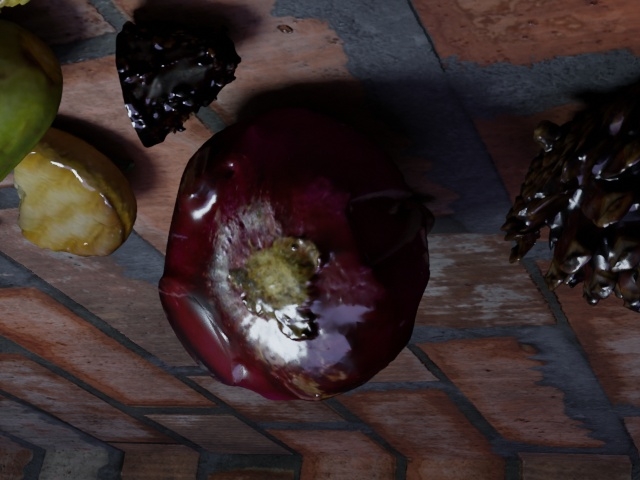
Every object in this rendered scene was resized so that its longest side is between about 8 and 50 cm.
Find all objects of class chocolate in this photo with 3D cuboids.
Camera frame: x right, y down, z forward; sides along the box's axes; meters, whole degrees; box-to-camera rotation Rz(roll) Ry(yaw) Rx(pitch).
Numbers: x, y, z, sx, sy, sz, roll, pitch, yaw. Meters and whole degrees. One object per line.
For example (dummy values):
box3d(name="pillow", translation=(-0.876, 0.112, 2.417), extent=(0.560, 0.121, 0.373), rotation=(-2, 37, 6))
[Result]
box3d(name="chocolate", translation=(-0.158, -0.197, 1.205), extent=(0.133, 0.156, 0.156), rotation=(-10, 152, 9))

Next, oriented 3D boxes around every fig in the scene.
box3d(name="fig", translation=(-0.472, -0.161, 1.242), extent=(0.326, 0.258, 0.258), rotation=(-13, 150, 13))

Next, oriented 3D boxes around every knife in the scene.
box3d(name="knife", translation=(-0.348, -0.095, 1.604), extent=(0.078, 0.022, 0.166), rotation=(21, 151, -16))

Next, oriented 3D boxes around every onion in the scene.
box3d(name="onion", translation=(0.000, 0.000, 1.423), extent=(0.398, 0.398, 0.420), rotation=(-12, -167, 36))

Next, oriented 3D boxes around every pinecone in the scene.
box3d(name="pinecone", translation=(0.373, -0.038, 1.253), extent=(0.296, 0.242, 0.298), rotation=(19, 148, -18))

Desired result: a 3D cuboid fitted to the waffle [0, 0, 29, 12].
box3d(name="waffle", translation=(-0.375, -0.294, 0.994), extent=(0.281, 0.058, 0.301), rotation=(-39, 162, 33))

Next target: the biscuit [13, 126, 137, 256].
box3d(name="biscuit", translation=(-0.380, -0.069, 1.552), extent=(0.213, 0.091, 0.274), rotation=(25, 145, -5))
